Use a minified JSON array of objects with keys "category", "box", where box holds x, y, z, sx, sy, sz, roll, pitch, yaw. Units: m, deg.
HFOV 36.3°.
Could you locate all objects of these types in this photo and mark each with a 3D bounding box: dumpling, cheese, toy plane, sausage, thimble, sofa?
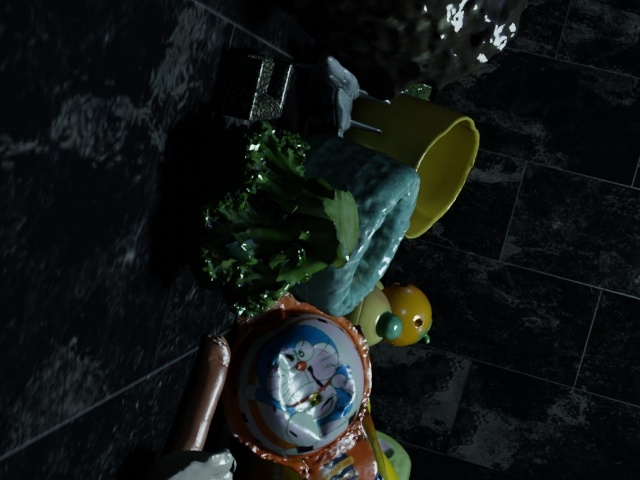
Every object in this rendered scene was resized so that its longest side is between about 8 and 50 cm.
[{"category":"dumpling","box":[-0.145,0.274,0.963,0.127,0.108,0.188,-34,163,-40]},{"category":"cheese","box":[-0.009,0.221,1.240,0.129,0.217,0.329,-6,-71,65]},{"category":"toy plane","box":[0.015,-0.191,1.214,0.267,0.088,0.212,24,80,-73]},{"category":"sausage","box":[-0.131,0.179,1.061,0.042,0.036,0.157,100,6,-77]},{"category":"thimble","box":[0.013,-0.021,1.161,0.198,0.143,0.235,-66,166,12]},{"category":"sofa","box":[-0.062,-0.147,0.929,0.118,0.039,0.060,-37,141,-76]}]

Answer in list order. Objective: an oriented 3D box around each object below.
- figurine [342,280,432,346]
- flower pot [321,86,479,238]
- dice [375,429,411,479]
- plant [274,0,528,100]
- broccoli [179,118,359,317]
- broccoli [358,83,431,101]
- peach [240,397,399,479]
[{"category":"figurine","box":[0.084,0.111,1.657,0.324,0.222,0.124,-12,114,-79]},{"category":"flower pot","box":[0.102,-0.126,1.412,0.195,0.179,0.195,-42,150,-31]},{"category":"dice","box":[0.036,0.528,1.964,0.254,0.250,0.251,-58,162,-62]},{"category":"plant","box":[0.046,-0.294,0.863,0.312,0.213,0.215,43,55,-38]},{"category":"broccoli","box":[-0.049,-0.023,0.884,0.195,0.156,0.195,22,64,-57]},{"category":"broccoli","box":[0.106,-0.246,1.531,0.138,0.146,0.162,-152,-119,-68]},{"category":"peach","box":[-0.004,0.368,1.500,0.380,0.243,0.306,68,1,-56]}]
